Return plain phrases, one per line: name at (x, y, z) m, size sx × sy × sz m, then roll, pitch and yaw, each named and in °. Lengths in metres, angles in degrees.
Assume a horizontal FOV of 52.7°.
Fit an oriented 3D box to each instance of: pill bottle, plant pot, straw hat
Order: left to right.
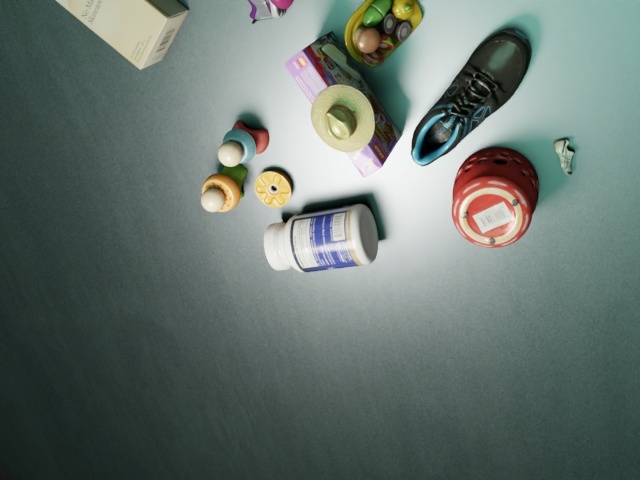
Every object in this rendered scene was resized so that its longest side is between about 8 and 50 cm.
pill bottle at (0.000, 0.000, 1.633) m, size 0.264 × 0.153 × 0.153 m, roll -8°, pitch 115°, yaw 24°
straw hat at (0.039, -0.236, 1.303) m, size 0.144 × 0.061 × 0.144 m, roll 8°, pitch 120°, yaw 15°
plant pot at (0.382, -0.092, 1.432) m, size 0.191 × 0.174 × 0.191 m, roll 9°, pitch 118°, yaw 17°

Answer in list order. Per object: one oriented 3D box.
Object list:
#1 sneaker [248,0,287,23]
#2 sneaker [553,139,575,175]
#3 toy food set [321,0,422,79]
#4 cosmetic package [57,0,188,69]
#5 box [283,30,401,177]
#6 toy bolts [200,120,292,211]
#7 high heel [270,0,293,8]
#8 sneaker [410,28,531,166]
sneaker at (-0.155, -0.588, 1.410) m, size 0.098 × 0.083 × 0.224 m, roll -7°, pitch 116°, yaw 29°
sneaker at (0.538, -0.181, 1.408) m, size 0.037 × 0.032 × 0.083 m, roll -18°, pitch 111°, yaw 28°
toy food set at (0.125, -0.429, 1.348) m, size 0.218 × 0.071 × 0.128 m, roll -44°, pitch 125°, yaw 6°
cosmetic package at (-0.486, -0.570, 1.520) m, size 0.309 × 0.113 × 0.160 m, roll 38°, pitch 124°, yaw -4°
box at (0.058, -0.302, 1.416) m, size 0.057 × 0.201 × 0.293 m, roll -29°, pitch 104°, yaw 30°
toy bolts at (-0.188, -0.162, 1.607) m, size 0.218 × 0.158 × 0.228 m, roll 16°, pitch 122°, yaw 11°
high heel at (-0.055, -0.661, 1.281) m, size 0.181 × 0.127 × 0.377 m, roll 12°, pitch 121°, yaw 39°
sneaker at (0.315, -0.287, 1.367) m, size 0.125 × 0.139 × 0.341 m, roll 37°, pitch 122°, yaw 0°
